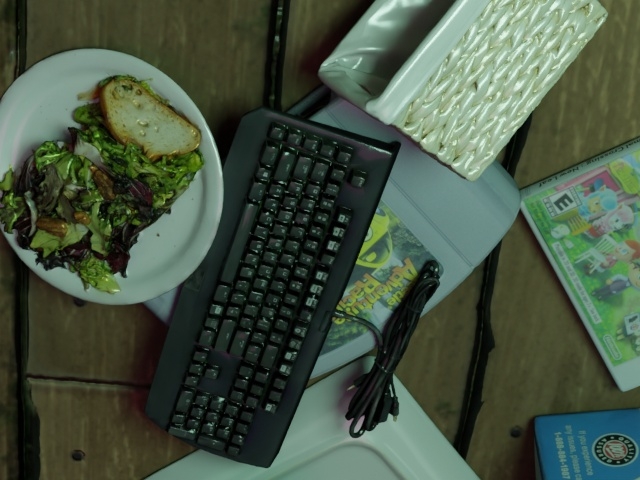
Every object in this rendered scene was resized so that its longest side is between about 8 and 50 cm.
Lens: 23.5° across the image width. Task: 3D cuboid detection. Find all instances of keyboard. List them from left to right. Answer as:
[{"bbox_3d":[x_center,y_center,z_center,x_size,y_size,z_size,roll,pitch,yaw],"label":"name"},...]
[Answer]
[{"bbox_3d":[-0.008,0.056,1.199,0.202,0.033,0.317,15,122,-9],"label":"keyboard"}]

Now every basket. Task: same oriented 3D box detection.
[{"bbox_3d":[0.099,-0.137,1.064,0.103,0.113,0.167,38,92,-27],"label":"basket"}]

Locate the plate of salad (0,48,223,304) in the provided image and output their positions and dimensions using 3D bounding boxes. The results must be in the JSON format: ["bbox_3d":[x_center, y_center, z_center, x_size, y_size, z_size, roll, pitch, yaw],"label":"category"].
[{"bbox_3d":[-0.169,-0.044,1.160,0.200,0.048,0.199,5,106,17],"label":"plate of salad"}]

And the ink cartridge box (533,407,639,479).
[{"bbox_3d":[0.383,0.266,1.227,0.395,0.285,0.166,-5,119,4],"label":"ink cartridge box"}]

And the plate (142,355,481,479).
[{"bbox_3d":[0.013,0.265,1.378,0.278,0.045,0.277,-30,117,19],"label":"plate"}]

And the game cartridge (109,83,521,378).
[{"bbox_3d":[0.000,0.000,1.212,0.294,0.060,0.196,-36,118,21],"label":"game cartridge"}]

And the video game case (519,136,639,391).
[{"bbox_3d":[0.287,0.007,1.224,0.193,0.023,0.212,-24,118,15],"label":"video game case"}]
